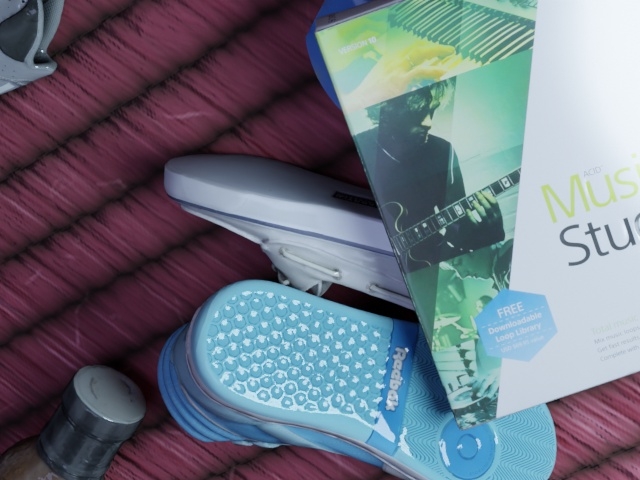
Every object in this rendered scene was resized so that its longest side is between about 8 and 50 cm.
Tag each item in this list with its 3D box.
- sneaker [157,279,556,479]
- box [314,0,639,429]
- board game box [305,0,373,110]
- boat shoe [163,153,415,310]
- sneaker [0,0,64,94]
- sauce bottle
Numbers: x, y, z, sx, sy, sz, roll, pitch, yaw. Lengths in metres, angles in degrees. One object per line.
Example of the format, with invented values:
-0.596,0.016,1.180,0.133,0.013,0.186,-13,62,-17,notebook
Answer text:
0.017,0.126,1.594,0.319,0.127,0.208,24,161,-17,sneaker
0.156,-0.046,1.446,0.232,0.058,0.322,-20,101,6,box
0.070,-0.161,1.497,0.133,0.033,0.169,34,114,13,board game box
0.000,0.000,1.558,0.267,0.096,0.088,13,110,9,boat shoe
-0.274,-0.225,1.597,0.132,0.086,0.229,-14,114,22,sneaker
-0.260,0.250,1.753,0.111,0.111,0.344,36,119,7,sauce bottle
